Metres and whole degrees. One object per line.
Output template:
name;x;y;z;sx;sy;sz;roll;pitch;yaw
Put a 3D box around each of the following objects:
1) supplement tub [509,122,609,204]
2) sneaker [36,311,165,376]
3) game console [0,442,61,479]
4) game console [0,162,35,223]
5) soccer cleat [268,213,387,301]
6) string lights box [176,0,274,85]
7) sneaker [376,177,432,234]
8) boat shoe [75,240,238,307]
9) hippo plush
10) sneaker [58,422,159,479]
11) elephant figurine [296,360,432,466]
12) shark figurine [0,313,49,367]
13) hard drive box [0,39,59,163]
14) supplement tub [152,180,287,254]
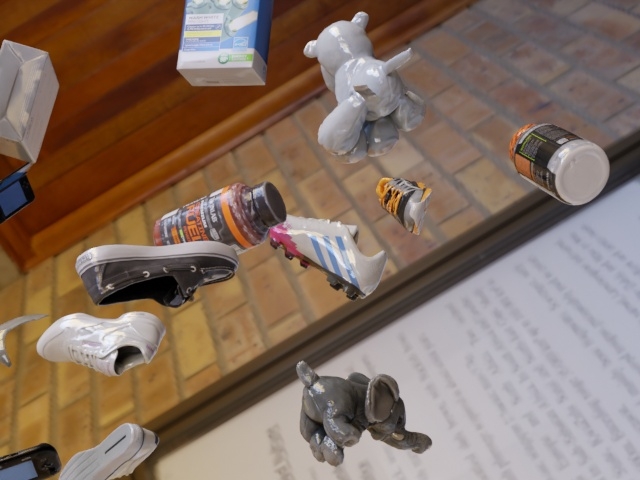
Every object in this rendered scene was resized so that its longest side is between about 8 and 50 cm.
supplement tub;0.429;-0.146;1.747;0.117;0.117;0.190;59;176;-28
sneaker;-0.516;0.244;2.200;0.152;0.305;0.114;-87;-15;-52
game console;-0.646;0.439;1.699;0.213;0.361;0.044;100;148;-56
game console;-0.650;-0.105;2.043;0.122;0.071;0.107;-47;-49;-46
soccer cleat;0.000;0.000;2.144;0.331;0.143;0.116;34;171;12
string lights box;-0.150;-0.390;1.584;0.077;0.133;0.260;44;-131;-70
sneaker;0.144;-0.067;1.688;0.083;0.084;0.215;19;-172;-5
boat shoe;-0.190;0.049;1.185;0.228;0.080;0.076;3;-123;-46
hippo plush;0.053;-0.315;1.928;0.237;0.234;0.294;55;-179;25
sneaker;-0.441;0.472;1.994;0.091;0.258;0.094;31;-146;-43
elephant figurine;0.087;0.318;1.806;0.169;0.239;0.186;46;139;43
shark figurine;-0.500;0.192;1.358;0.166;0.278;0.116;31;-157;10
hard drive box;-0.588;-0.265;1.876;0.089;0.181;0.232;16;171;-8
supplement tub;-0.153;-0.023;1.475;0.106;0.197;0.106;54;-158;-34
